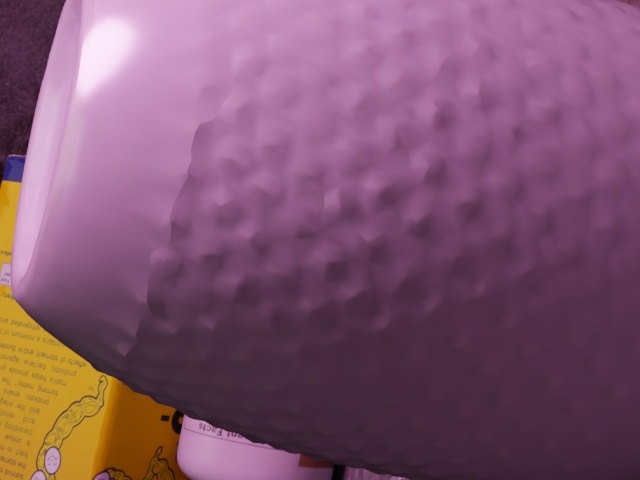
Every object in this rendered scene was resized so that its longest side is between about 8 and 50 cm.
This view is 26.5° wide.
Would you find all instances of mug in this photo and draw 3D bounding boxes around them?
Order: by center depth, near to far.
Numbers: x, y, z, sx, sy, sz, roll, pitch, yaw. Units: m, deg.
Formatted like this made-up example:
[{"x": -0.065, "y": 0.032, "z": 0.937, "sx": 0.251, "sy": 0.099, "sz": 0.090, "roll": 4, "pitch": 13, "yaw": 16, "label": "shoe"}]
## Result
[{"x": 0.000, "y": 0.000, "z": 0.755, "sx": 0.374, "sy": 0.328, "sz": 0.276, "roll": 132, "pitch": 145, "yaw": -57, "label": "mug"}]

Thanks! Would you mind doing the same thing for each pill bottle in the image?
[{"x": -0.048, "y": 0.152, "z": 1.122, "sx": 0.131, "sy": 0.131, "sz": 0.229, "roll": 180, "pitch": 102, "yaw": -72, "label": "pill bottle"}]

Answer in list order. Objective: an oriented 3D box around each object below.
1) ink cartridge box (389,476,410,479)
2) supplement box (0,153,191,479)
[{"x": 0.038, "y": 0.291, "z": 0.912, "sx": 0.208, "sy": 0.045, "sz": 0.206, "roll": 121, "pitch": 154, "yaw": -43, "label": "ink cartridge box"}, {"x": -0.182, "y": 0.121, "z": 1.211, "sx": 0.195, "sy": 0.194, "sz": 0.356, "roll": 8, "pitch": 84, "yaw": 37, "label": "supplement box"}]
